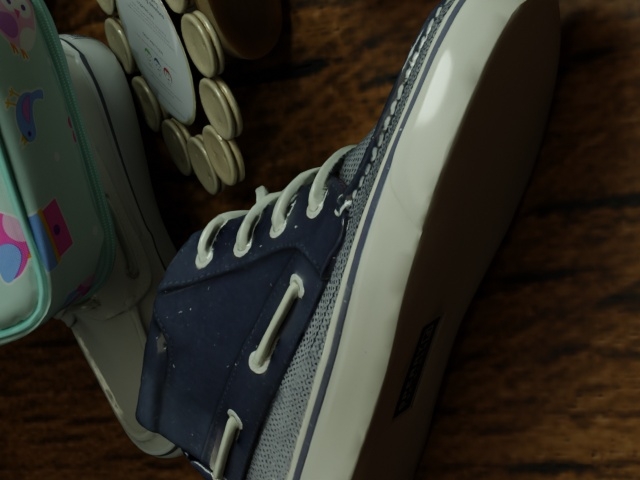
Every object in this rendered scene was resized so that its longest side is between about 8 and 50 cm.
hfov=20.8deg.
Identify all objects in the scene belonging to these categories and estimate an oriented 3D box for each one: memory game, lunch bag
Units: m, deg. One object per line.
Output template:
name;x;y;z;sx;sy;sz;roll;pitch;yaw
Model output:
memory game;-0.090;-0.112;0.989;0.186;0.012;0.186;53;158;32
lunch bag;-0.263;-0.029;0.985;0.279;0.108;0.224;-11;106;25

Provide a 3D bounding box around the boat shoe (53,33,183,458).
boat shoe;-0.139;0.008;1.050;0.096;0.088;0.267;-10;95;43

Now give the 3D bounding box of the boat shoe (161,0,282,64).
boat shoe;-0.080;-0.199;0.982;0.073;0.073;0.207;6;110;49

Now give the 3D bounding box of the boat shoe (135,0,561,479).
boat shoe;0.000;0.000;0.921;0.158;0.127;0.340;29;114;24
